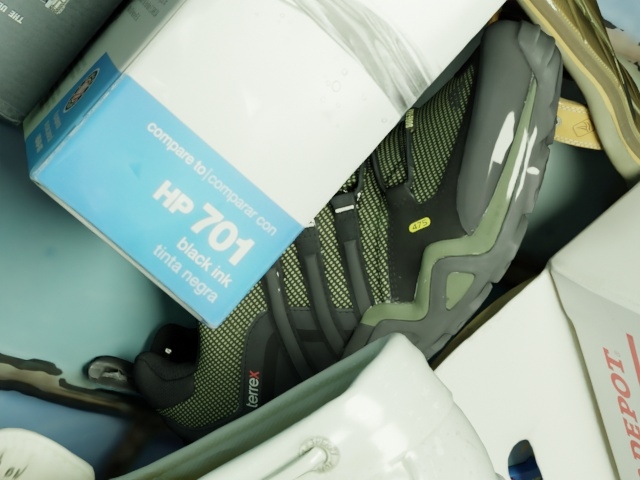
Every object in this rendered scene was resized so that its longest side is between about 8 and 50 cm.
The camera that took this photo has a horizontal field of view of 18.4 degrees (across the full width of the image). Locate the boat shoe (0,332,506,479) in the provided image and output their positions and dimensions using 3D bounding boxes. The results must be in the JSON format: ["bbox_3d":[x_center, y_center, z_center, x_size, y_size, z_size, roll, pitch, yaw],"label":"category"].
[{"bbox_3d":[-0.114,0.118,0.724,0.367,0.136,0.156,-21,103,23],"label":"boat shoe"}]

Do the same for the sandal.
[{"bbox_3d":[0.095,-0.066,0.788,0.049,0.072,0.180,-23,134,15],"label":"sandal"}]

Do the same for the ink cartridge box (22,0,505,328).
[{"bbox_3d":[-0.009,-0.078,0.658,0.082,0.139,0.191,42,92,-14],"label":"ink cartridge box"}]

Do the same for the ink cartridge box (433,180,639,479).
[{"bbox_3d":[0.221,0.041,0.815,0.353,0.119,0.207,-39,130,-21],"label":"ink cartridge box"}]

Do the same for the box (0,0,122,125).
[{"bbox_3d":[-0.130,-0.168,0.613,0.232,0.059,0.183,33,101,-37],"label":"box"}]

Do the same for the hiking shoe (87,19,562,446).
[{"bbox_3d":[0.000,0.000,0.746,0.114,0.086,0.227,31,113,-8],"label":"hiking shoe"}]

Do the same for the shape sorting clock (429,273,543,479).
[{"bbox_3d":[0.071,0.104,0.837,0.206,0.040,0.206,-39,149,-30],"label":"shape sorting clock"}]
